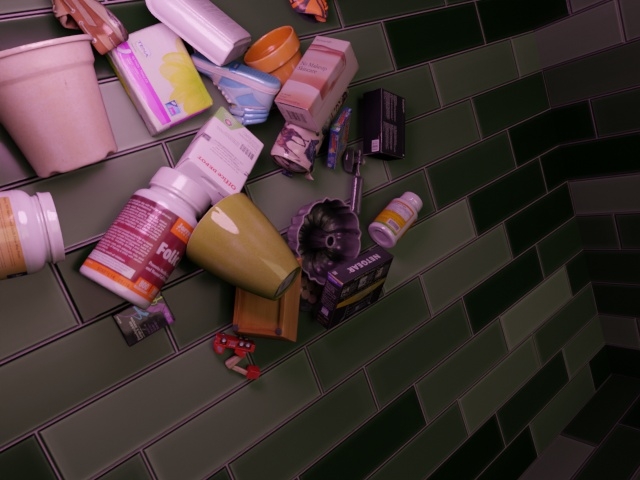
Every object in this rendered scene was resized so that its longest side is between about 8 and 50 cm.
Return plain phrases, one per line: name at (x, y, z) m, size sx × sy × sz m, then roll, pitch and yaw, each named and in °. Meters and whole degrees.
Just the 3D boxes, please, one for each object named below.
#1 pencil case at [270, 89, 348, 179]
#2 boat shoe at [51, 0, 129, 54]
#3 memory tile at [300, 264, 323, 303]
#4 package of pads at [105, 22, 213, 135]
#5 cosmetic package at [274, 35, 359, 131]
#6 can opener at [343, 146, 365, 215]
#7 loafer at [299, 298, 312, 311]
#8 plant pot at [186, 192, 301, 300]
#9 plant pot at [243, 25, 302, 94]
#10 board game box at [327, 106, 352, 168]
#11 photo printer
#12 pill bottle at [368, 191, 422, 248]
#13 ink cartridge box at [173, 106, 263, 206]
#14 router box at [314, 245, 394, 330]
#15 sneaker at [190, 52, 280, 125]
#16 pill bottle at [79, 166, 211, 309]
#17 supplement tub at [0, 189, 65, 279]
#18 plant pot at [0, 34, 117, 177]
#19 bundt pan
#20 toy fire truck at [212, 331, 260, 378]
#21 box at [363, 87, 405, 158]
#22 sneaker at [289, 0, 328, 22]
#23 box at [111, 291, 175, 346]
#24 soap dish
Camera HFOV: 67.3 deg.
pencil case at (-0.032, -0.435, 1.804) m, size 0.183 × 0.159 × 0.411 m, roll 38°, pitch 70°, yaw -38°
boat shoe at (-0.698, -0.660, 1.358) m, size 0.324 × 0.122 × 0.120 m, roll 43°, pitch 85°, yaw 2°
memory tile at (-0.055, 0.169, 1.871) m, size 0.148 × 0.012 × 0.113 m, roll 38°, pitch 70°, yaw -28°
package of pads at (-0.505, -0.519, 1.530) m, size 0.229 × 0.101 × 0.297 m, roll -36°, pitch 109°, yaw -27°
cosmetic package at (-0.009, -0.544, 1.665) m, size 0.296 × 0.153 × 0.129 m, roll -61°, pitch 151°, yaw -14°
can opener at (0.137, -0.240, 1.977) m, size 0.093 × 0.074 × 0.281 m, roll 1°, pitch 87°, yaw 1°
loafer at (-0.120, 0.209, 1.790) m, size 0.223 × 0.076 × 0.078 m, roll 23°, pitch 85°, yaw -27°
plant pot at (-0.215, 0.047, 1.502) m, size 0.293 × 0.275 × 0.275 m, roll 38°, pitch 65°, yaw 13°
plant pot at (-0.139, -0.626, 1.728) m, size 0.205 × 0.205 × 0.188 m, roll -56°, pitch 132°, yaw -20°
board game box at (0.071, -0.392, 1.848) m, size 0.035 × 0.201 × 0.136 m, roll 21°, pitch 58°, yaw 10°
photo printer at (-0.385, -0.695, 1.514) m, size 0.307 × 0.107 × 0.256 m, roll 36°, pitch 26°, yaw -12°
pill bottle at (0.327, -0.093, 2.048) m, size 0.246 × 0.136 × 0.136 m, roll -46°, pitch 113°, yaw -25°
ink cartridge box at (-0.330, -0.271, 1.583) m, size 0.198 × 0.114 × 0.273 m, roll 42°, pitch 47°, yaw -26°
router box at (0.132, 0.180, 1.851) m, size 0.308 × 0.081 × 0.243 m, roll -22°, pitch 139°, yaw -41°
sneaker at (-0.311, -0.501, 1.649) m, size 0.318 × 0.208 × 0.127 m, roll 22°, pitch 34°, yaw 1°
pill bottle at (-0.511, -0.011, 1.450) m, size 0.224 × 0.224 × 0.392 m, roll 38°, pitch 71°, yaw -27°
supplement tub at (-0.848, -0.006, 1.227) m, size 0.316 × 0.228 × 0.229 m, roll -13°, pitch 97°, yaw -32°
plant pot at (-0.715, -0.348, 1.289) m, size 0.333 × 0.333 × 0.306 m, roll -30°, pitch 116°, yaw -30°
bundt pan at (0.000, 0.000, 1.824) m, size 0.330 × 0.124 × 0.331 m, roll -4°, pitch 97°, yaw -41°
toy fire truck at (-0.292, 0.406, 1.685) m, size 0.191 × 0.047 × 0.135 m, roll 16°, pitch 100°, yaw -20°
box at (0.268, -0.478, 2.011) m, size 0.184 × 0.103 × 0.262 m, roll 2°, pitch 88°, yaw -46°
sneaker at (0.017, -0.955, 1.876) m, size 0.320 × 0.124 × 0.180 m, roll -24°, pitch 107°, yaw -20°
box at (-0.561, 0.246, 1.531) m, size 0.162 × 0.029 × 0.116 m, roll -31°, pitch 106°, yaw -28°
soap dish at (-0.189, 0.197, 1.658) m, size 0.118 × 0.228 × 0.291 m, roll 11°, pitch 83°, yaw -74°
